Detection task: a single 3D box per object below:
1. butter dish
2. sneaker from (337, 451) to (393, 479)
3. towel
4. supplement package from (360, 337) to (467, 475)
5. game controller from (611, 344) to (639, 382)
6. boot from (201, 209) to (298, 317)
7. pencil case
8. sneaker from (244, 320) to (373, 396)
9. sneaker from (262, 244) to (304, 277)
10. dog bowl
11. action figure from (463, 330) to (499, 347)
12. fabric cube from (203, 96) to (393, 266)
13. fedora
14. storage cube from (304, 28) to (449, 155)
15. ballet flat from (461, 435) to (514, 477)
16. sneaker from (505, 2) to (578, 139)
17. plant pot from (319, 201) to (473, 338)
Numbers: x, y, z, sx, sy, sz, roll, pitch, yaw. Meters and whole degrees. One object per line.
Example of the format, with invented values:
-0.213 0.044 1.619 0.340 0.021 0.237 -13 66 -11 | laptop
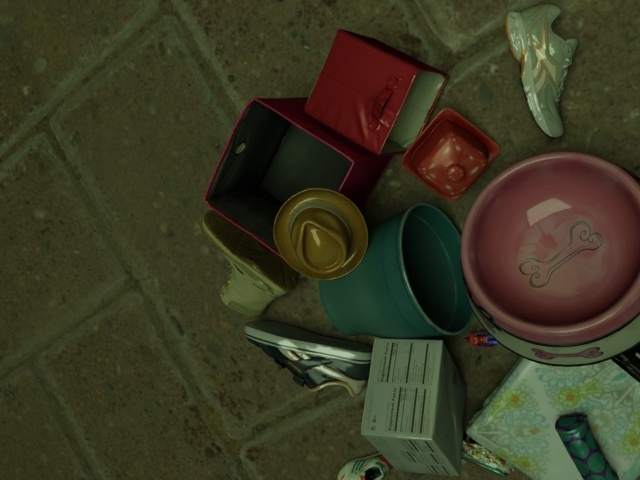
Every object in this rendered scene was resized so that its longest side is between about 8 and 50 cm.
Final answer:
0.266 -0.155 1.426 0.159 0.118 0.160 34 114 -14 | butter dish
0.098 0.557 1.684 0.161 0.075 0.057 -28 89 25 | sneaker
0.531 0.345 1.439 0.320 0.090 0.375 34 109 9 | towel
0.202 0.347 1.460 0.145 0.262 0.204 -2 58 22 | supplement package
0.630 0.207 1.330 0.319 0.166 0.067 41 151 16 | game controller
-0.199 0.062 1.658 0.262 0.095 0.203 39 139 -8 | boot
0.520 0.412 1.375 0.064 0.070 0.152 -24 95 54 | pencil case
-0.039 0.280 1.660 0.321 0.126 0.128 13 100 19 | sneaker
-0.097 -0.003 1.654 0.084 0.083 0.215 -19 112 48 | sneaker
0.439 0.018 1.296 0.407 0.150 0.408 -9 71 26 | dog bowl
0.365 0.214 1.526 0.115 0.030 0.038 -7 93 29 | action figure
-0.042 -0.138 1.504 0.259 0.258 0.254 35 113 13 | fabric cube
0.000 0.000 1.336 0.194 0.079 0.195 0 113 1 | fedora
0.114 -0.299 1.432 0.193 0.215 0.184 33 112 21 | storage cube
0.318 0.452 1.577 0.240 0.091 0.077 17 77 15 | ballet flat
0.441 -0.327 1.348 0.121 0.099 0.263 -16 95 21 | sneaker
0.145 0.086 1.478 0.255 0.271 0.272 -19 93 37 | plant pot
